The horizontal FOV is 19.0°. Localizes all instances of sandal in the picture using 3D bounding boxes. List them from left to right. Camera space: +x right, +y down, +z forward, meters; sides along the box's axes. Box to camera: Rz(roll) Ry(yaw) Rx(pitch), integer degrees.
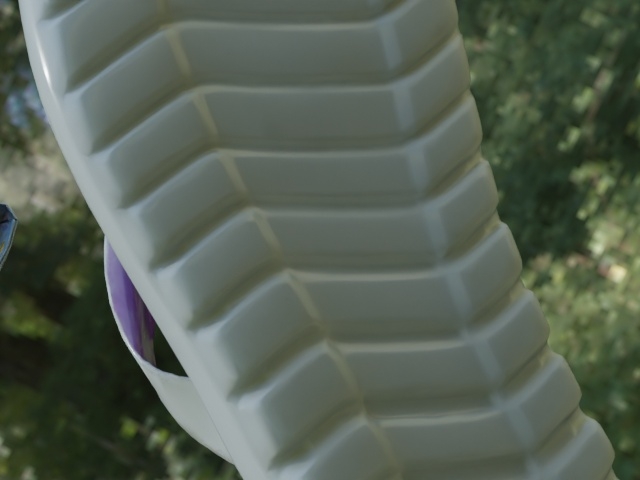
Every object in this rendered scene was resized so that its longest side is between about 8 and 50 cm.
[{"bbox_3d":[-0.013,0.004,0.706,0.169,0.416,0.102,-18,-5,-32],"label":"sandal"}]

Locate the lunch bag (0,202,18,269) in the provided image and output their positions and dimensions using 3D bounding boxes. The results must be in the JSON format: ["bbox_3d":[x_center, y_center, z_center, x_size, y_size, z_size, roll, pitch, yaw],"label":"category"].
[{"bbox_3d":[-0.188,0.018,0.937,0.083,0.053,0.071,-33,-4,-34],"label":"lunch bag"}]
